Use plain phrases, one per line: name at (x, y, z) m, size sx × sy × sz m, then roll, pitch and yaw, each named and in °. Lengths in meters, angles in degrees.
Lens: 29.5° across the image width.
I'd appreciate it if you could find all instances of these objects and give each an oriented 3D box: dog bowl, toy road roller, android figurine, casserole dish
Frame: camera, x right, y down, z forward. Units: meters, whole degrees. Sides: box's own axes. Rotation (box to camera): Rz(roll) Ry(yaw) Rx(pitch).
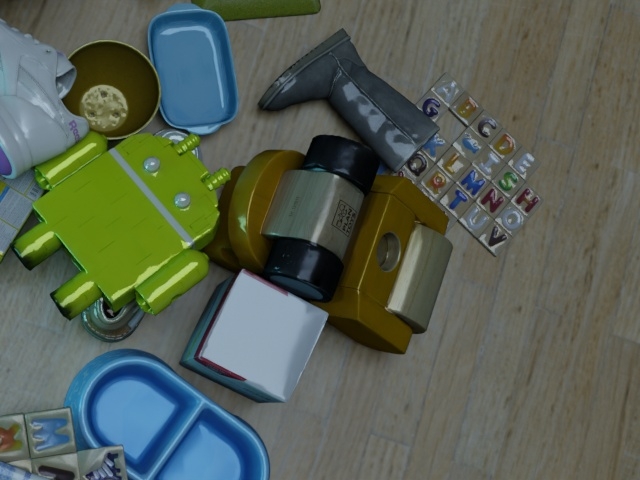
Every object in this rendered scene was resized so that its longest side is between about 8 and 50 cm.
dog bowl at (-0.192, 0.259, 1.565) m, size 0.297 × 0.074 × 0.166 m, roll 37°, pitch 73°, yaw -5°
toy road roller at (0.000, 0.000, 1.626) m, size 0.329 × 0.240 × 0.202 m, roll 36°, pitch 68°, yaw -45°
android figurine at (-0.238, -0.028, 1.505) m, size 0.273 × 0.056 × 0.248 m, roll -36°, pitch 75°, yaw -15°
casserole dish at (-0.178, -0.233, 1.678) m, size 0.114 × 0.037 × 0.188 m, roll -8°, pitch 83°, yaw -16°

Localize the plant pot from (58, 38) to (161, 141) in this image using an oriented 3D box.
plant pot at (-0.285, -0.187, 1.610) m, size 0.134 × 0.095 × 0.134 m, roll 3°, pitch 79°, yaw -15°

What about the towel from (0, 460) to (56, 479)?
towel at (-0.395, 0.373, 1.463) m, size 0.285 × 0.034 × 0.209 m, roll 20°, pitch 85°, yaw -8°

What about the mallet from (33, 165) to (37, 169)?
mallet at (-0.436, -0.034, 1.579) m, size 0.039 × 0.062 × 0.189 m, roll 47°, pitch 58°, yaw -1°

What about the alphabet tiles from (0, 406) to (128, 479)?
alphabet tiles at (-0.400, 0.359, 1.484) m, size 0.342 × 0.011 × 0.285 m, roll -8°, pitch 91°, yaw -7°

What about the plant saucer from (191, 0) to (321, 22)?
plant saucer at (-0.098, -0.412, 1.727) m, size 0.188 × 0.045 × 0.188 m, roll -8°, pitch 82°, yaw -16°

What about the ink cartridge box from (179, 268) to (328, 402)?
ink cartridge box at (-0.090, 0.128, 1.561) m, size 0.128 × 0.176 × 0.127 m, roll 28°, pitch 76°, yaw -10°

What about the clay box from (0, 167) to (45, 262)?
clay box at (-0.466, -0.078, 1.513) m, size 0.222 × 0.053 × 0.127 m, roll 32°, pitch 61°, yaw -10°

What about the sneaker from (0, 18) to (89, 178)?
sneaker at (-0.400, -0.219, 1.523) m, size 0.152 × 0.114 × 0.305 m, roll -25°, pitch 74°, yaw -23°

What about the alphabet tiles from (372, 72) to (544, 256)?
alphabet tiles at (0.207, -0.098, 1.769) m, size 0.237 × 0.009 × 0.198 m, roll 43°, pitch 72°, yaw -3°

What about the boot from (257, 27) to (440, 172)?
boot at (0.041, -0.176, 1.709) m, size 0.189 × 0.076 × 0.208 m, roll -39°, pitch 94°, yaw -17°

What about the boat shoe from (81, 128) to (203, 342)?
boat shoe at (-0.224, -0.013, 1.590) m, size 0.113 × 0.103 × 0.302 m, roll 19°, pitch 75°, yaw -9°
